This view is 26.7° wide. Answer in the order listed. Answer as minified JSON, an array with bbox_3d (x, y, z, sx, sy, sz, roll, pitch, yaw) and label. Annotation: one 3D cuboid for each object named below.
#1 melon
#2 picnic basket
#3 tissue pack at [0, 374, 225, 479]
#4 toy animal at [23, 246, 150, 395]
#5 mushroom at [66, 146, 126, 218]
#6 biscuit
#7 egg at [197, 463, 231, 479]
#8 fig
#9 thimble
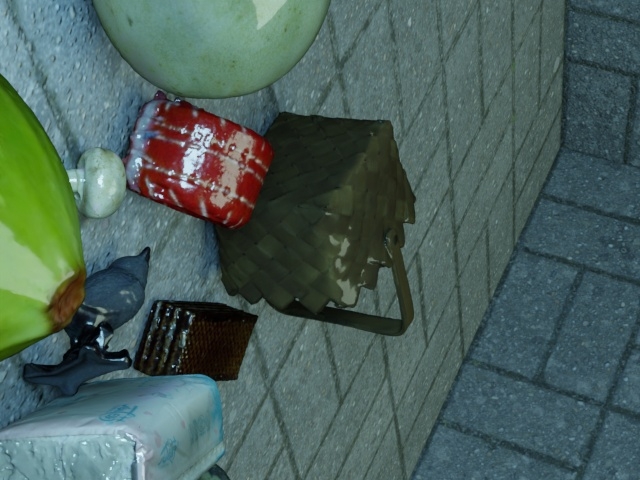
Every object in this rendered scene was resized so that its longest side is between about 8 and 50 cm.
[{"bbox_3d":[-0.117,-0.315,1.401,0.268,0.269,0.330,-33,121,-61],"label":"melon"},{"bbox_3d":[0.000,0.000,1.985,0.291,0.254,0.321,-55,143,-42],"label":"picnic basket"},{"bbox_3d":[-0.244,0.240,1.568,0.271,0.202,0.124,-29,111,-74],"label":"tissue pack"},{"bbox_3d":[-0.277,0.075,1.606,0.117,0.121,0.210,40,38,-22],"label":"toy animal"},{"bbox_3d":[-0.256,-0.064,1.525,0.083,0.067,0.083,179,-90,-68],"label":"mushroom"},{"bbox_3d":[-0.173,0.144,1.920,0.252,0.070,0.106,13,95,-71],"label":"biscuit"},{"bbox_3d":[-0.184,0.415,2.014,0.141,0.141,0.181,-5,101,-69],"label":"egg"},{"bbox_3d":[-0.322,-0.022,1.014,0.316,0.316,0.316,-53,153,-43],"label":"fig"},{"bbox_3d":[-0.148,-0.093,1.650,0.125,0.163,0.189,-70,160,-3],"label":"thimble"}]
